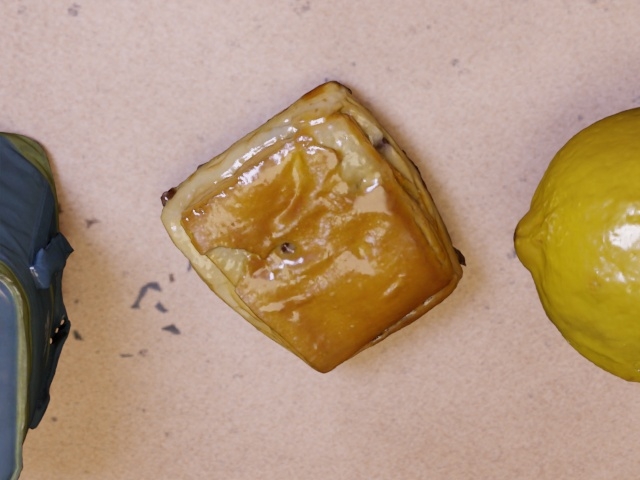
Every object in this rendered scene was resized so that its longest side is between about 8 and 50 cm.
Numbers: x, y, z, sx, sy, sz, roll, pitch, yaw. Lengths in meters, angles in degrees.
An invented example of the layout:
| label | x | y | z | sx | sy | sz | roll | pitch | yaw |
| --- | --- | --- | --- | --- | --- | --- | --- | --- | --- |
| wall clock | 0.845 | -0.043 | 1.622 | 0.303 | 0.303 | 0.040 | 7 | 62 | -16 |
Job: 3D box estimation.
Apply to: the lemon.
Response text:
| label | x | y | z | sx | sy | sz | roll | pitch | yaw |
| --- | --- | --- | --- | --- | --- | --- | --- | --- | --- |
| lemon | 0.312 | 0.002 | 1.495 | 0.284 | 0.260 | 0.260 | -19 | 122 | -17 |

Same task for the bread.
| label | x | y | z | sx | sy | sz | roll | pitch | yaw |
| --- | --- | --- | --- | --- | --- | --- | --- | --- | --- |
| bread | 0.000 | 0.000 | 1.551 | 0.210 | 0.099 | 0.235 | -33 | 117 | 14 |

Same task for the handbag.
| label | x | y | z | sx | sy | sz | roll | pitch | yaw |
| --- | --- | --- | --- | --- | --- | --- | --- | --- | --- |
| handbag | -0.321 | 0.056 | 1.472 | 0.222 | 0.241 | 0.263 | 5 | 120 | -6 |
